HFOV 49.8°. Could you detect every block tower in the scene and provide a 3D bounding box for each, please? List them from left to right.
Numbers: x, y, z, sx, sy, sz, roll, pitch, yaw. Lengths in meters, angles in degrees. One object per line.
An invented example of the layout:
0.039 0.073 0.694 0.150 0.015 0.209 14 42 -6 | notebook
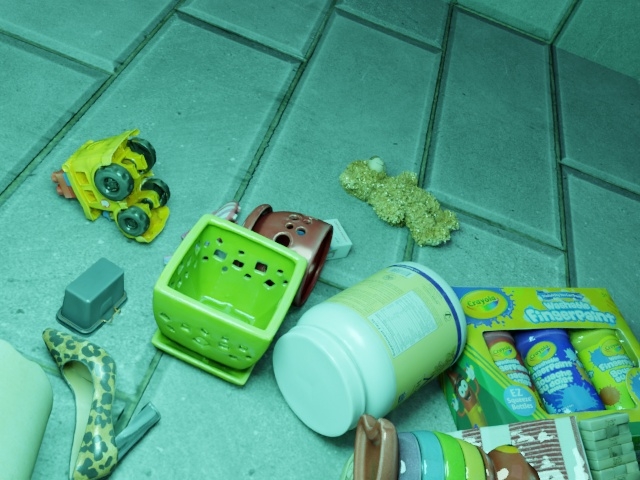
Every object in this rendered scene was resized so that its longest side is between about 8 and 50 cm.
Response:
0.513 0.478 1.220 0.091 0.097 0.336 -6 83 -23 | block tower

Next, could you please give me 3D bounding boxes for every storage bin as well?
-0.424 0.104 1.308 0.098 0.091 0.135 31 44 8 | storage bin

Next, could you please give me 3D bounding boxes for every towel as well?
0.295 0.436 1.180 0.329 0.037 0.237 -13 53 14 | towel

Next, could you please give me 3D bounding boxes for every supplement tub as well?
0.098 0.203 1.325 0.331 0.241 0.241 -25 61 -39 | supplement tub

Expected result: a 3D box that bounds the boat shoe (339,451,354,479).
0.070 0.478 1.134 0.121 0.110 0.341 17 43 -7 | boat shoe

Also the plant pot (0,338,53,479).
-0.522 0.302 0.935 0.333 0.334 0.305 16 31 -8 | plant pot

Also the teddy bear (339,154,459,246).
0.212 -0.111 1.785 0.245 0.113 0.338 -22 59 -41 | teddy bear

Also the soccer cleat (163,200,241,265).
-0.251 -0.014 1.512 0.095 0.083 0.248 21 45 4 | soccer cleat

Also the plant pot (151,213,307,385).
-0.181 0.124 1.308 0.228 0.207 0.227 24 42 1 | plant pot

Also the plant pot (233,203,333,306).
-0.083 0.024 1.470 0.174 0.191 0.191 22 42 11 | plant pot

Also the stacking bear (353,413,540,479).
0.208 0.377 1.088 0.289 0.175 0.164 9 78 -9 | stacking bear

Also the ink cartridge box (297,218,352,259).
0.000 0.000 1.623 0.122 0.052 0.088 -7 50 -31 | ink cartridge box

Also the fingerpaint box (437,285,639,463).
0.485 0.285 1.467 0.444 0.163 0.371 3 47 -21 | fingerpaint box

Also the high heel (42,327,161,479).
-0.413 0.267 1.142 0.261 0.093 0.186 41 38 5 | high heel

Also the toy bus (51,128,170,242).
-0.452 -0.106 1.463 0.211 0.220 0.149 -6 33 17 | toy bus
